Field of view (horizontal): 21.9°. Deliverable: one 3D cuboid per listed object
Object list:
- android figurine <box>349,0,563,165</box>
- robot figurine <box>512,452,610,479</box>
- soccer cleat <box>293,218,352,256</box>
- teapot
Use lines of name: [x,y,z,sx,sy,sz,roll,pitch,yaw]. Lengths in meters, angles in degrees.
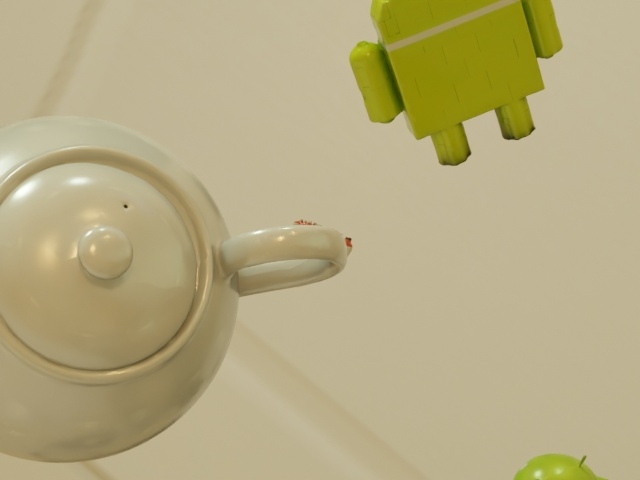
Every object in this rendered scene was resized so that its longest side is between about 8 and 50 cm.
android figurine: [0.156,-0.227,1.914,0.248,0.273,0.056,-23,26,-2]
robot figurine: [0.168,0.202,1.199,0.101,0.067,0.115,-23,-43,-25]
soccer cleat: [0.000,0.000,2.036,0.036,0.083,0.029,-67,-17,2]
teapot: [-0.152,0.024,1.079,0.256,0.252,0.187,-51,9,-23]
